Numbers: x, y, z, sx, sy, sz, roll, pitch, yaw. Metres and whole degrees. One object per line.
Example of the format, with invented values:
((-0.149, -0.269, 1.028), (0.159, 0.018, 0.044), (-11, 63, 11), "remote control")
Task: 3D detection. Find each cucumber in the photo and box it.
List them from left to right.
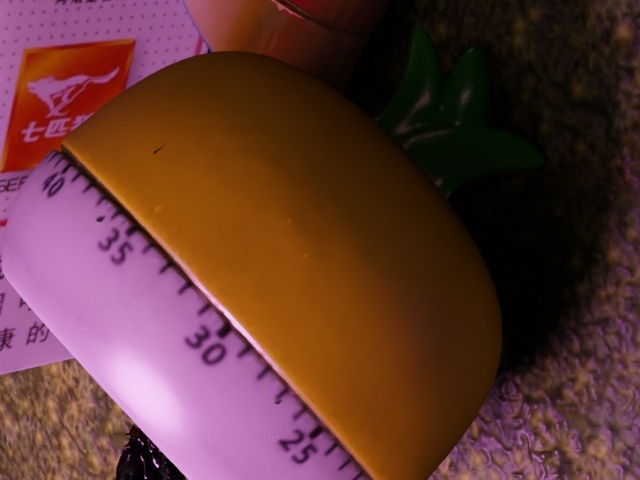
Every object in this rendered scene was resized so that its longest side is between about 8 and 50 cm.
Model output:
((-0.126, 0.213, 1.313), (0.053, 0.053, 0.181), (24, 114, 43), "cucumber")

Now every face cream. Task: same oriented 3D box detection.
((0.005, -0.207, 1.064), (0.139, 0.067, 0.285), (43, 128, 25), "face cream")

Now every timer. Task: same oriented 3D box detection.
((0.000, 0.000, 1.016), (0.285, 0.285, 0.285), (12, 107, 46), "timer")

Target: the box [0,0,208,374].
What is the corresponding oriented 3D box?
((-0.185, -0.073, 1.198), (0.095, 0.210, 0.330), (40, 126, 35), "box")
